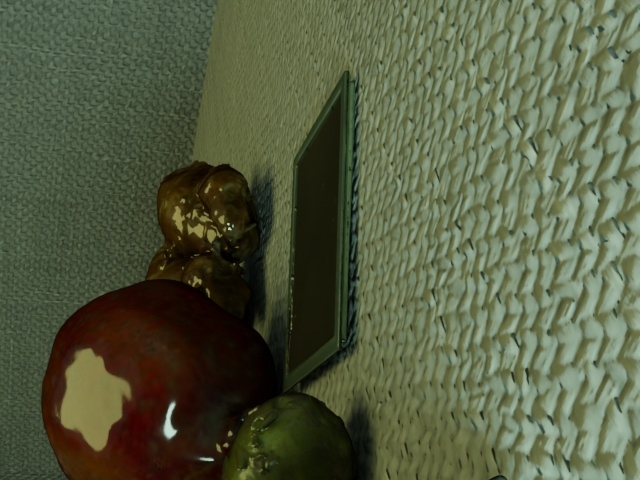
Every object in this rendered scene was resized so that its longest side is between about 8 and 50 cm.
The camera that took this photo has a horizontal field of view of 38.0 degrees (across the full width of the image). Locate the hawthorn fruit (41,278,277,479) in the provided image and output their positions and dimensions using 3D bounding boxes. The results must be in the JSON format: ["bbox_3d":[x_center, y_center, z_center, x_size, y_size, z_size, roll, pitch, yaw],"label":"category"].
[{"bbox_3d":[-0.183,0.206,1.157,0.308,0.325,0.308,-45,-34,-41],"label":"hawthorn fruit"}]

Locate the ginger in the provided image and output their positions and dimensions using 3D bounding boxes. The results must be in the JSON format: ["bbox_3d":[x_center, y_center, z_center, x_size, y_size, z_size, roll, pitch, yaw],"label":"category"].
[{"bbox_3d":[-0.170,0.041,1.446,0.274,0.152,0.357,-4,80,57],"label":"ginger"}]

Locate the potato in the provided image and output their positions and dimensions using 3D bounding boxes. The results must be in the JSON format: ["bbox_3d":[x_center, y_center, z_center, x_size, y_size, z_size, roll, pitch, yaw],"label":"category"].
[{"bbox_3d":[-0.039,0.253,0.807,0.149,0.113,0.251,-24,-52,-74],"label":"potato"}]

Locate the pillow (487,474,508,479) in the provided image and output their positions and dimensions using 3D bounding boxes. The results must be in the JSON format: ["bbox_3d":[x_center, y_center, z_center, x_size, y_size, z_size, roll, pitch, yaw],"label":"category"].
[{"bbox_3d":[0.016,0.243,0.539,0.250,0.106,0.186,-22,54,40],"label":"pillow"}]

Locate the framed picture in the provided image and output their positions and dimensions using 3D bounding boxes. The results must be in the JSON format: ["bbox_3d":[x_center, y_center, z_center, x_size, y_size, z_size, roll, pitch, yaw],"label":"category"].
[{"bbox_3d":[0.000,0.000,0.999,0.232,0.019,0.296,129,145,-66],"label":"framed picture"}]
